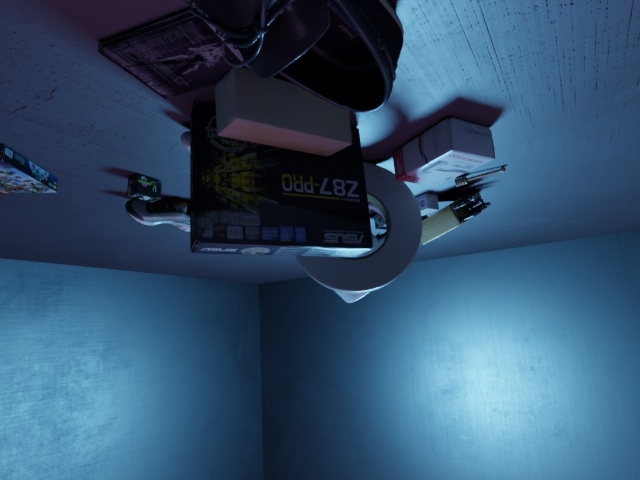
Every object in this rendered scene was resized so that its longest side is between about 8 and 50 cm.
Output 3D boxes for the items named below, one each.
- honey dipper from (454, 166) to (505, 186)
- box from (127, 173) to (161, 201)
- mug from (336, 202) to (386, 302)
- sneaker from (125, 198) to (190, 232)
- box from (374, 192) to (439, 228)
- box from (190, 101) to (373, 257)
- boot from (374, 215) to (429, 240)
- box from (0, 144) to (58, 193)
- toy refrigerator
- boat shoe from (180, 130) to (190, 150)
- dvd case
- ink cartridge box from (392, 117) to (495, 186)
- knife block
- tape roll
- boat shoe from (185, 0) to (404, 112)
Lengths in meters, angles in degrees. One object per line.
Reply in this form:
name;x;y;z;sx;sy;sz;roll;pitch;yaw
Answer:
honey dipper;0.529;-0.214;1.372;0.160;0.030;0.030;-14;164;29
box;-0.534;-0.157;1.257;0.052;0.062;0.083;-9;167;30
mug;0.121;0.010;1.667;0.374;0.328;0.276;-43;-171;16
sneaker;-0.540;-0.108;1.458;0.271;0.100;0.108;9;138;-35
box;0.342;-0.112;1.694;0.067;0.063;0.324;2;167;-30
box;-0.088;-0.125;0.930;0.395;0.318;0.097;3;163;-23
boot;0.337;-0.022;1.824;0.229;0.091;0.263;-30;-174;-34
box;-0.846;-0.183;1.100;0.159;0.044;0.233;-3;167;-3
toy refrigerator;-0.070;-0.248;0.835;0.269;0.102;0.094;1;170;-39
boat shoe;-0.246;-0.232;1.005;0.063;0.066;0.184;-29;152;33
dvd case;-0.235;-0.317;0.716;0.221;0.018;0.164;-7;168;19
ink cartridge box;0.323;-0.227;1.104;0.158;0.092;0.218;3;164;-28
knife block;0.495;-0.090;1.571;0.275;0.088;0.242;-32;174;9
tape roll;0.097;-0.040;1.211;0.392;0.392;0.072;-4;168;2
boat shoe;-0.058;-0.303;0.518;0.187;0.156;0.500;-12;164;41
